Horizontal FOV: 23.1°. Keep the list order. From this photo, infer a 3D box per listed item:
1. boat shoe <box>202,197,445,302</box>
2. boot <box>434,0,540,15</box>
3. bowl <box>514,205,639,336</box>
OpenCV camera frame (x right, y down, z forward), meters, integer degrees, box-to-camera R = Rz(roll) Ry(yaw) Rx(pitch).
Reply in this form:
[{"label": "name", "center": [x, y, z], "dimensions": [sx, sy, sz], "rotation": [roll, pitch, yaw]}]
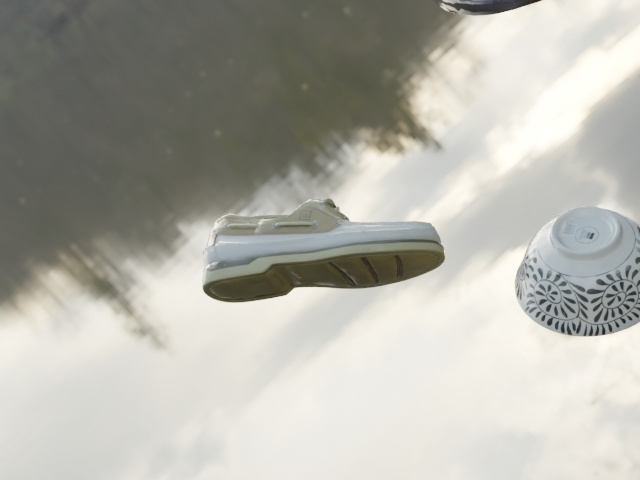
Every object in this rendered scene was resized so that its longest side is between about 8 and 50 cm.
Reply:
[{"label": "boat shoe", "center": [0.000, 0.000, 1.917], "dimensions": [0.302, 0.113, 0.103], "rotation": [-6, 63, 10]}, {"label": "boot", "center": [0.058, -0.273, 0.755], "dimensions": [0.096, 0.280, 0.264], "rotation": [-12, 36, 14]}, {"label": "bowl", "center": [0.290, 0.016, 1.693], "dimensions": [0.170, 0.080, 0.170], "rotation": [-8, 42, 7]}]
